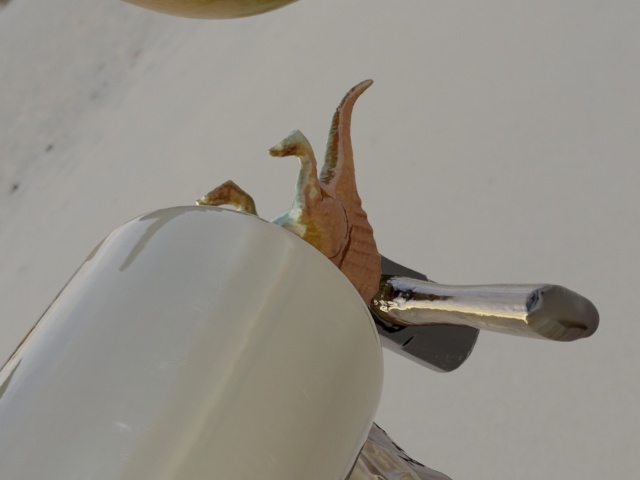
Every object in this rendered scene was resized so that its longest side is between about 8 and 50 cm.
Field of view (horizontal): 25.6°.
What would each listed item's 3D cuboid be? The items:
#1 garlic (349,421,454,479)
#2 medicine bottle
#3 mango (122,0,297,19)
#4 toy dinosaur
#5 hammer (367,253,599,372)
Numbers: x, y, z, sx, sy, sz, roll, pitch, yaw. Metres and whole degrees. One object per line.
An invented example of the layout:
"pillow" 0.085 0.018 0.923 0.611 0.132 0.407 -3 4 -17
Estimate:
"garlic" -0.019 0.147 0.651 0.245 0.245 0.160 -84 1 -71
"medicine bottle" -0.068 0.100 0.397 0.114 0.114 0.252 -40 14 39
"mango" -0.090 -0.240 0.811 0.211 0.317 0.173 -53 35 19
"toy dinosaur" -0.001 0.001 0.931 0.212 0.142 0.057 -39 7 -13
"hammer" 0.120 0.066 1.378 0.409 0.243 0.095 3 70 65
